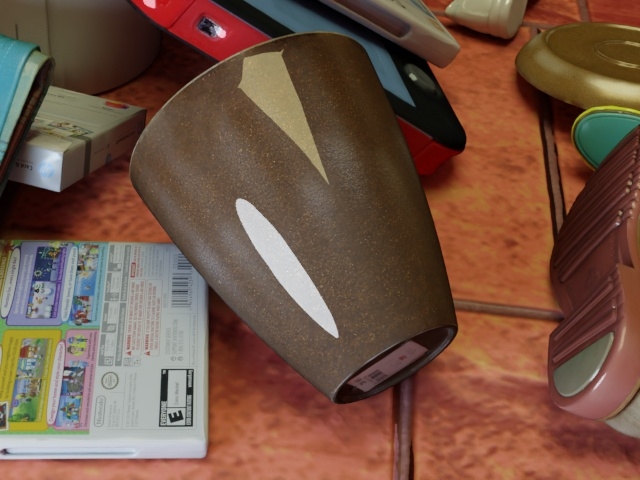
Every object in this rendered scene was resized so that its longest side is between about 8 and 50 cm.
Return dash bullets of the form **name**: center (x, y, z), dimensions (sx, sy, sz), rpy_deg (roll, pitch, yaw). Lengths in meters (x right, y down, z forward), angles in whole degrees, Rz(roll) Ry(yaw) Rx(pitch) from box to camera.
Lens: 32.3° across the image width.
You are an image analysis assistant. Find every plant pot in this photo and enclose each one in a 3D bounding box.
- **plant pot**: center (0.327, -0.187, 1.175), dimensions (0.236, 0.032, 0.236), rpy_deg (4, 30, -2)
- **plant pot**: center (0.000, 0.000, 0.843), dimensions (0.215, 0.215, 0.230), rpy_deg (-19, 67, -27)

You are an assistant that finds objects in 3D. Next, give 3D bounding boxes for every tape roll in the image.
- **tape roll**: center (-0.284, -0.278, 1.126), dimensions (0.246, 0.169, 0.246), rpy_deg (4, 42, -4)

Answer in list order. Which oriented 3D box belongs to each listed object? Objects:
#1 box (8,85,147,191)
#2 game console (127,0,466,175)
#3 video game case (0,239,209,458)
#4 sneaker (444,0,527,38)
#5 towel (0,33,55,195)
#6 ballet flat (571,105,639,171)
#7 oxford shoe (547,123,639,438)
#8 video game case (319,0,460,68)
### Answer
- **box**: center (-0.256, -0.099, 0.979), dimensions (0.145, 0.038, 0.186), rpy_deg (14, 21, 8)
- **game console**: center (-0.036, -0.240, 1.054), dimensions (0.386, 0.060, 0.342), rpy_deg (28, 32, -32)
- **video game case**: center (-0.182, 0.077, 0.846), dimensions (0.193, 0.023, 0.212), rpy_deg (1, 42, -7)
- **sneaker**: center (0.213, -0.316, 1.315), dimensions (0.094, 0.080, 0.212), rpy_deg (12, 41, 24)
- **towel**: center (-0.421, -0.075, 0.879), dimensions (0.370, 0.040, 0.272), rpy_deg (15, 75, 11)
- **ballet flat**: center (0.354, -0.073, 1.063), dimensions (0.230, 0.077, 0.077), rpy_deg (20, 22, 11)
- **oxford shoe**: center (0.271, 0.034, 0.911), dimensions (0.130, 0.123, 0.348), rpy_deg (29, 44, -7)
- **video game case**: center (-0.030, -0.328, 1.123), dimensions (0.300, 0.036, 0.329), rpy_deg (18, 31, -45)
